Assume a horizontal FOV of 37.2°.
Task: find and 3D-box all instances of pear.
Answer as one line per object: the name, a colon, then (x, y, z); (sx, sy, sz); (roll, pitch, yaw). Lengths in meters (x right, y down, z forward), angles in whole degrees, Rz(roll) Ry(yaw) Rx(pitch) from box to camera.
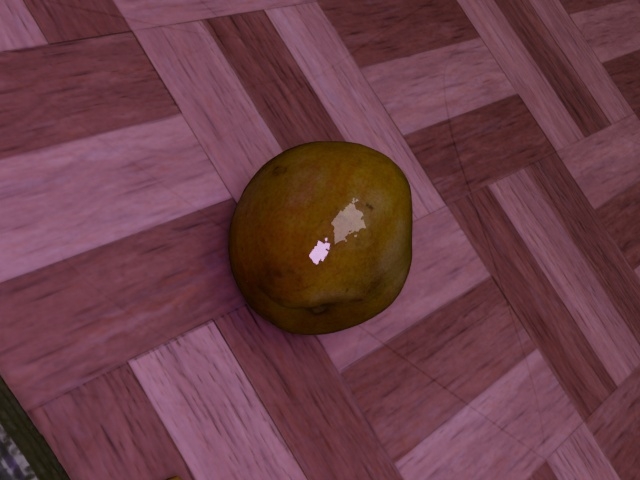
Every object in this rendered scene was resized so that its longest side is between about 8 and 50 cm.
pear: (0.000, 0.000, 0.955); (0.200, 0.200, 0.200); (22, 50, -29)

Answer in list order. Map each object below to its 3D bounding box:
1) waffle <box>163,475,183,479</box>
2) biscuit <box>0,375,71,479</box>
waffle: (-0.162, 0.275, 0.747); (0.191, 0.032, 0.125); (-23, 83, -44)
biscuit: (-0.254, 0.162, 0.709); (0.099, 0.038, 0.322); (-27, 75, -43)
